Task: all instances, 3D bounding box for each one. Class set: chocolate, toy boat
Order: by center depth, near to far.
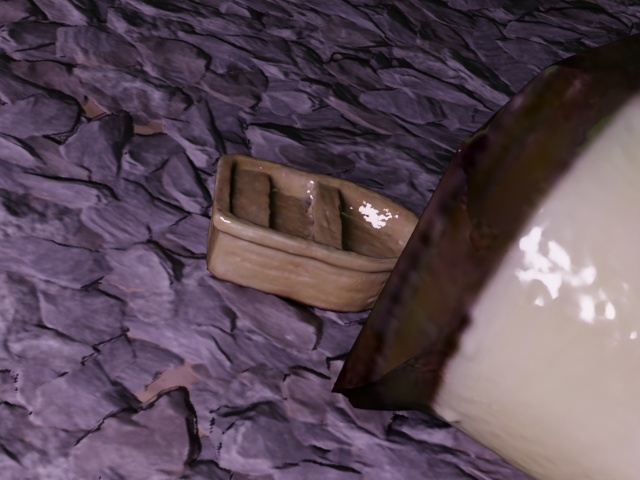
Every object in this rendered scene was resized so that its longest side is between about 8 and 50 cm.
[{"bbox_3d":[0.235,0.057,1.216,0.297,0.314,0.326,42,36,26],"label":"chocolate"},{"bbox_3d":[0.000,0.000,1.396,0.188,0.061,0.116,15,30,-9],"label":"toy boat"}]
